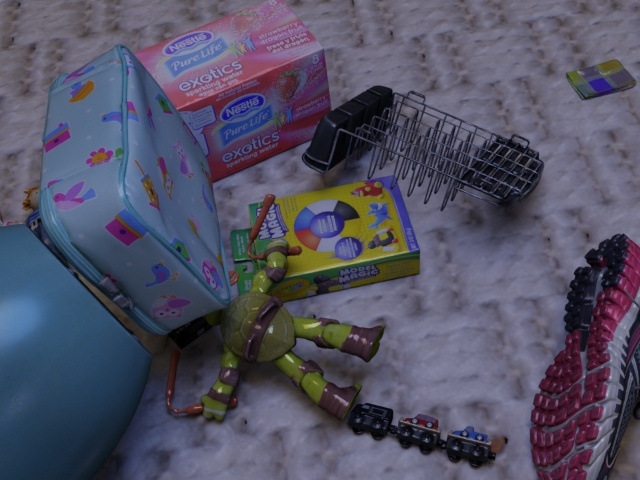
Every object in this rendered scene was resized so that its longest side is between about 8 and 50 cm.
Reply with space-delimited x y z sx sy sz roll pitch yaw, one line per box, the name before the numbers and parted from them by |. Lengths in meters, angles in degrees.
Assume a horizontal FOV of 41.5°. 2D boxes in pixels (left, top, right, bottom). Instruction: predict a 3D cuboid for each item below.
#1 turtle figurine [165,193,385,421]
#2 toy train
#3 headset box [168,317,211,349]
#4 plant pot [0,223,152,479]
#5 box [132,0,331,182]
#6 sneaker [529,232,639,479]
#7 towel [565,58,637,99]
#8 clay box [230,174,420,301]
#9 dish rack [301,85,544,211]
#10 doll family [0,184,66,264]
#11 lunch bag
turtle figurine | -0.045 0.090 0.923 0.217 0.087 0.269 22 78 13
toy train | 0.107 0.202 0.892 0.158 0.027 0.036 12 44 16
headset box | -0.168 0.080 1.014 0.062 0.032 0.083 -35 58 -19
plant pot | -0.307 0.126 0.803 0.235 0.293 0.293 -44 59 -12
box | -0.149 -0.187 1.143 0.300 0.154 0.142 -26 54 -12
sneaker | 0.309 0.135 0.869 0.112 0.121 0.299 31 65 -9
towel | 0.399 -0.231 1.205 0.083 0.009 0.060 -16 53 -6
clay box | 0.000 0.000 1.043 0.222 0.053 0.127 -12 52 -3
dish rack | 0.138 -0.109 1.061 0.271 0.074 0.208 25 33 16
doll family | -0.329 -0.017 1.076 0.263 0.118 0.163 -23 57 11
lunch bag | -0.186 -0.045 0.879 0.108 0.224 0.279 -22 47 9
